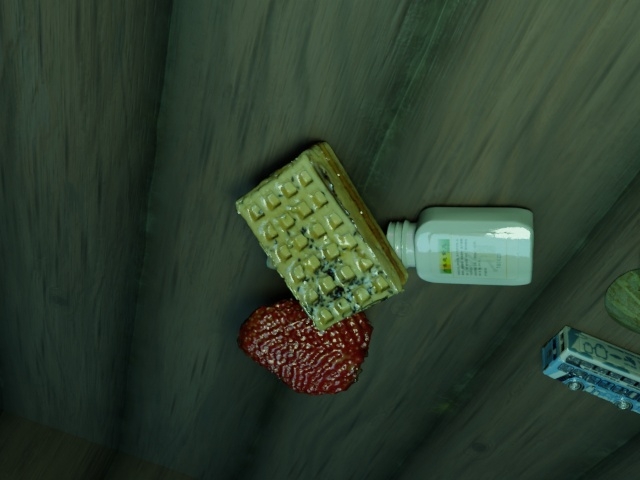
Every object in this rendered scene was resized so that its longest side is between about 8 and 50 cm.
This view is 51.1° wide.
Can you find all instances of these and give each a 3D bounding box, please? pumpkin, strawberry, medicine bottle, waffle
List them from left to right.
[{"bbox_3d":[-0.053,0.283,1.778,0.351,0.267,0.312,11,142,-18],"label":"strawberry"},{"bbox_3d":[0.000,0.000,1.517,0.261,0.114,0.376,-30,94,28],"label":"waffle"},{"bbox_3d":[0.316,0.013,1.528,0.324,0.124,0.179,0,127,15],"label":"medicine bottle"},{"bbox_3d":[0.779,0.166,1.544,0.217,0.110,0.217,6,128,8],"label":"pumpkin"}]

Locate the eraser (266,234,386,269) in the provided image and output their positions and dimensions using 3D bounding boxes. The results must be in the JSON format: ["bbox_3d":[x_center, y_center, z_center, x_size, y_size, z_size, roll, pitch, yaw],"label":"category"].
[{"bbox_3d":[0.016,0.035,1.668,0.291,0.087,0.171,11,136,8],"label":"eraser"}]

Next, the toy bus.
[{"bbox_3d":[0.727,0.334,1.714,0.297,0.106,0.131,21,131,-1],"label":"toy bus"}]
